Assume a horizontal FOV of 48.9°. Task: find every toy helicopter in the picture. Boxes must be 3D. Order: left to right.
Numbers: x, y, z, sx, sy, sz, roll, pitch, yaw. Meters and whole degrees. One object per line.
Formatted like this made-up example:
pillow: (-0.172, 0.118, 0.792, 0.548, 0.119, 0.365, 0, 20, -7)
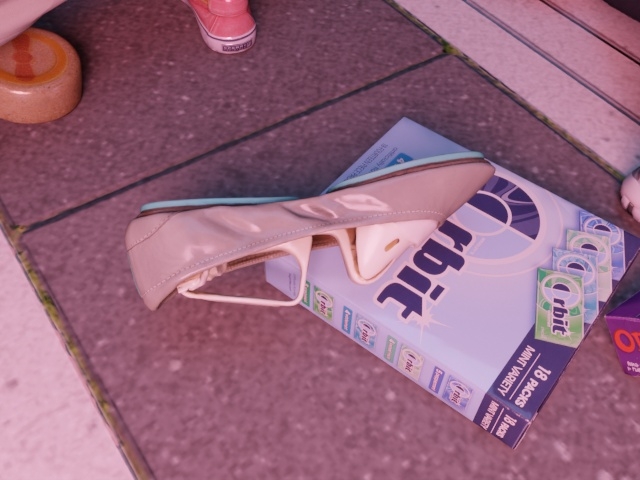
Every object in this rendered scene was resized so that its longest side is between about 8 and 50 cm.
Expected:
toy helicopter: (-0.319, -0.222, 0.594, 0.355, 0.140, 0.235, 40, 50, 14)

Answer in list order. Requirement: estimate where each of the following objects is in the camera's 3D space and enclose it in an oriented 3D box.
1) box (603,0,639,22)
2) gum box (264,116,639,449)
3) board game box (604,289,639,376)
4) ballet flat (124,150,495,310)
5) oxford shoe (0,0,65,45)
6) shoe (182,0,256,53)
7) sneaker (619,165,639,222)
box: (0.397, -0.299, 0.496, 0.294, 0.296, 0.183, 3, 29, -1)
gum box: (0.084, 0.014, 0.449, 0.184, 0.041, 0.157, 31, 57, 22)
board game box: (0.360, -0.012, 0.399, 0.347, 0.208, 0.056, -28, 97, -24)
ballet flat: (0.000, 0.000, 0.400, 0.213, 0.072, 0.068, -10, 81, -6)
oxford shoe: (-0.168, -0.281, 0.537, 0.169, 0.130, 0.449, 43, 60, 2)
shoe: (-0.104, -0.251, 0.632, 0.063, 0.081, 0.178, -18, 53, -17)
sneaker: (0.319, -0.096, 0.493, 0.229, 0.132, 0.086, -31, 58, -25)
